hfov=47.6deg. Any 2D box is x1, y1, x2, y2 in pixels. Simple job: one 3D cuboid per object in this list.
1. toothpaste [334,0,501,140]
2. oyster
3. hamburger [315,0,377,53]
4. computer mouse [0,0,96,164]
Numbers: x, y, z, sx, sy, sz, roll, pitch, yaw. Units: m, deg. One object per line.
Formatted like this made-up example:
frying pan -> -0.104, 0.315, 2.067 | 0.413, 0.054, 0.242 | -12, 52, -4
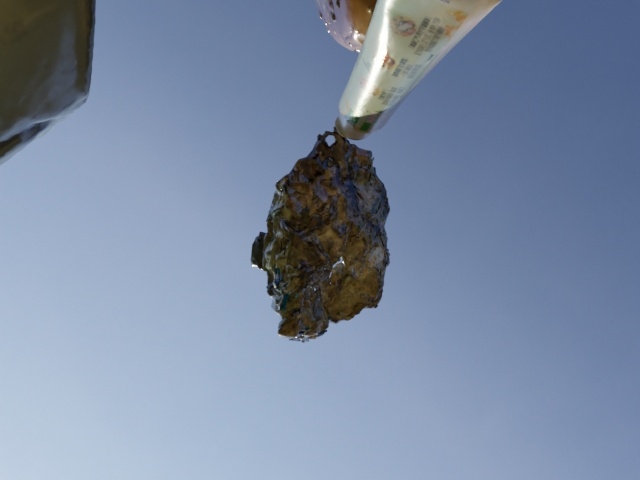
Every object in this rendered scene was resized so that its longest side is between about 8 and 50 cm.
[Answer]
toothpaste -> 0.058, -0.145, 0.600 | 0.058, 0.314, 0.056 | -24, -95, -12
oyster -> 0.007, -0.001, 0.847 | 0.092, 0.260, 0.198 | 9, -36, 50
hamburger -> 0.055, -0.339, 0.813 | 0.146, 0.286, 0.243 | -11, -38, -4
computer mouse -> -0.348, -0.105, 0.455 | 0.428, 0.145, 0.228 | -7, -46, 12
